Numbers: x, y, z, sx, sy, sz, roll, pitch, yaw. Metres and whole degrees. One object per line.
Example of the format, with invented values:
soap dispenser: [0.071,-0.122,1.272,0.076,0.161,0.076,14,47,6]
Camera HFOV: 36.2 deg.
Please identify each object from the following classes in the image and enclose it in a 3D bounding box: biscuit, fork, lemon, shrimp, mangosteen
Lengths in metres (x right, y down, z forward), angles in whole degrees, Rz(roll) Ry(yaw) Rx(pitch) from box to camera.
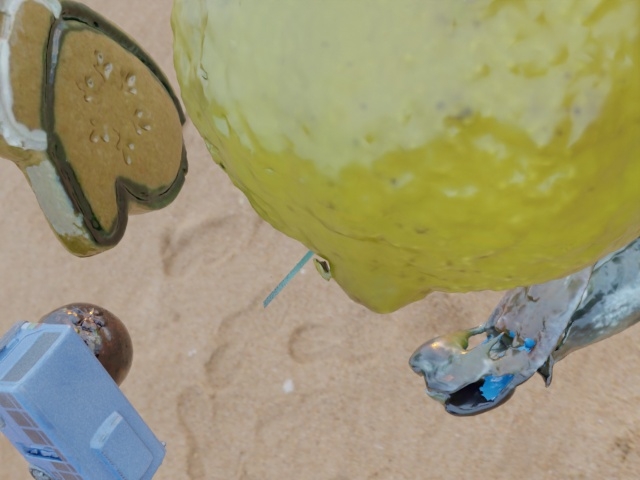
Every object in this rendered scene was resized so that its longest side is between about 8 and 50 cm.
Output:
biscuit: [-0.259,-0.126,1.108,0.057,0.344,0.287,-11,67,27]
fork: [-0.002,-0.001,1.041,0.235,0.021,0.039,-46,36,30]
lemon: [0.071,-0.123,0.456,0.268,0.268,0.322,29,99,43]
shrimp: [0.291,0.029,1.040,0.445,0.221,0.110,-39,41,-2]
mangosteen: [-0.368,0.186,1.502,0.172,0.172,0.184,34,137,43]

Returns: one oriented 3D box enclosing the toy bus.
toy bus: [-0.287,0.213,1.135,0.133,0.234,0.116,-4,38,38]
